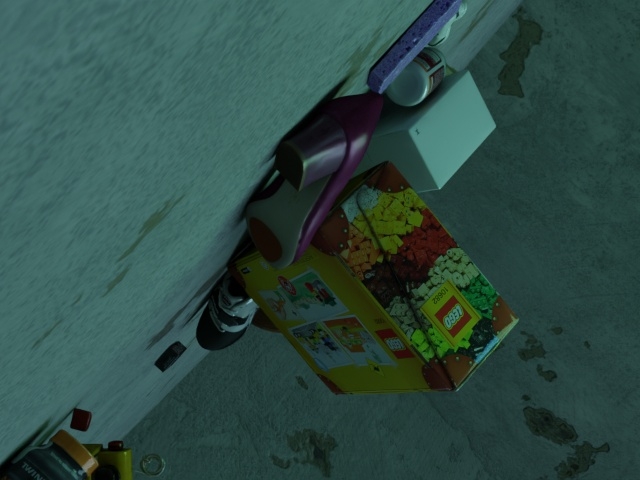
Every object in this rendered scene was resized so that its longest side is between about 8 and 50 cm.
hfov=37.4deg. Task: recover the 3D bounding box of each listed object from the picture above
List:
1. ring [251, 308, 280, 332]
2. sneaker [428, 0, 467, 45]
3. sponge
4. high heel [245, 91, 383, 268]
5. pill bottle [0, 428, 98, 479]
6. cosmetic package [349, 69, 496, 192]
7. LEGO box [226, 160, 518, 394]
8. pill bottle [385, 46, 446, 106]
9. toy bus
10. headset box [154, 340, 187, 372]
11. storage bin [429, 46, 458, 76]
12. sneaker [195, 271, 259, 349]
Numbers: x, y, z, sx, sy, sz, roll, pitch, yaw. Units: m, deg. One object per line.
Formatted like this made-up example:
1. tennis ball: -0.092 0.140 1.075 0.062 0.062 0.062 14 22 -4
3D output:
1. ring: -0.042 0.108 2.318 0.336 0.337 0.032 -46 137 -33
2. sneaker: 0.217 -0.392 1.699 0.044 0.040 0.109 -23 158 -41
3. sponge: 0.160 -0.335 1.571 0.210 0.031 0.117 -47 178 -4
4. high heel: -0.004 -0.082 1.494 0.181 0.127 0.377 -35 169 -27
5. pill bottle: -0.466 0.415 1.489 0.245 0.130 0.130 -47 178 -26
6. cosmetic package: 0.175 -0.198 1.821 0.225 0.138 0.224 -9 -150 49
7. LEGO box: 0.074 0.098 1.810 0.193 0.372 0.500 -43 -171 -24
8. pill bottle: 0.179 -0.306 1.735 0.086 0.086 0.152 -49 177 34
9. toy bus: -0.409 0.407 1.638 0.202 0.191 0.104 -47 178 4
10. headset box: -0.369 0.285 2.320 0.062 0.032 0.083 -48 179 9
11. storage bin: 0.211 -0.291 2.134 0.262 0.123 0.260 -48 177 13
12. sneaker: -0.196 0.129 2.119 0.330 0.122 0.146 -47 160 23
